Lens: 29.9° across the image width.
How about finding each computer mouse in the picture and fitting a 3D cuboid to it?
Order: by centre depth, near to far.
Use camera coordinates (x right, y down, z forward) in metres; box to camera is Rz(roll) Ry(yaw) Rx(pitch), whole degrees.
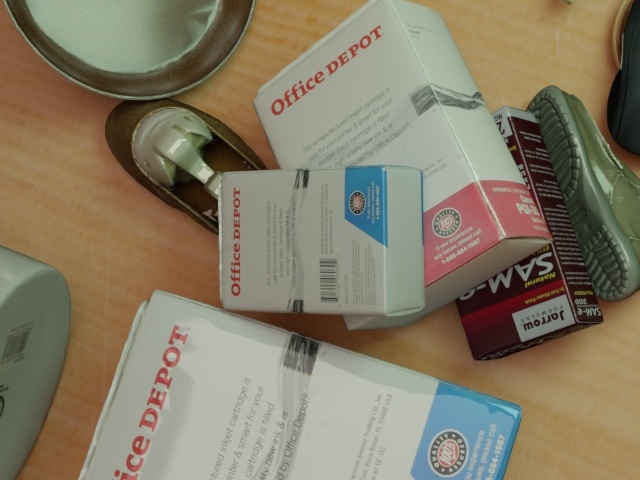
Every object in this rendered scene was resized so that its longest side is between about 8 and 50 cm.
[{"bbox_3d":[0.340,-0.231,1.292,0.184,0.060,0.262,19,81,10],"label":"computer mouse"}]

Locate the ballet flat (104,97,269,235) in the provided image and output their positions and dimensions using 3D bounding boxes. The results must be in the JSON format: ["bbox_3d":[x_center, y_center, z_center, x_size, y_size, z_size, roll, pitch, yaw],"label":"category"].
[{"bbox_3d":[-0.114,-0.061,1.320,0.342,0.124,0.116,41,89,13],"label":"ballet flat"}]

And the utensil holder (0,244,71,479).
[{"bbox_3d":[-0.499,0.110,1.237,0.385,0.327,0.328,19,82,8],"label":"utensil holder"}]

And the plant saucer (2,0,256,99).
[{"bbox_3d":[-0.219,-0.312,1.356,0.310,0.050,0.311,1,89,-28],"label":"plant saucer"}]

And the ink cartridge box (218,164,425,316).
[{"bbox_3d":[0.000,0.000,1.168,0.190,0.082,0.140,0,91,34],"label":"ink cartridge box"}]

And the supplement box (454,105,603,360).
[{"bbox_3d":[0.194,-0.006,1.272,0.130,0.073,0.239,-25,75,31],"label":"supplement box"}]

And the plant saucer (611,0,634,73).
[{"bbox_3d":[0.423,-0.217,1.328,0.200,0.037,0.200,-2,78,8],"label":"plant saucer"}]

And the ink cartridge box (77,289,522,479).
[{"bbox_3d":[-0.025,0.248,1.224,0.395,0.166,0.285,18,81,10],"label":"ink cartridge box"}]

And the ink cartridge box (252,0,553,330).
[{"bbox_3d":[0.079,-0.077,1.239,0.207,0.117,0.283,-34,70,32],"label":"ink cartridge box"}]

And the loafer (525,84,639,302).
[{"bbox_3d":[0.294,-0.052,1.296,0.087,0.094,0.251,-7,70,-34],"label":"loafer"}]
